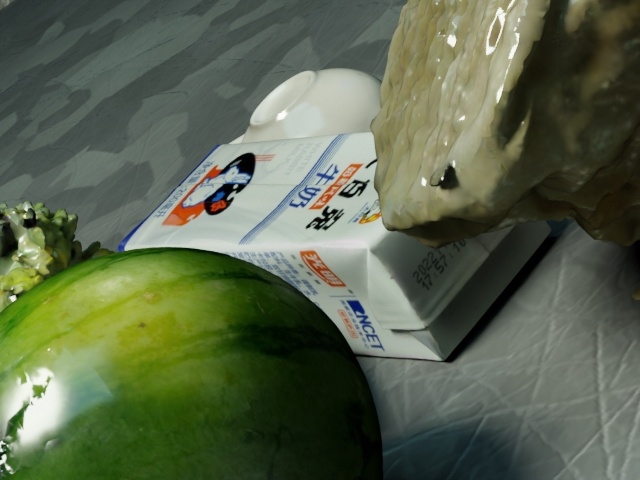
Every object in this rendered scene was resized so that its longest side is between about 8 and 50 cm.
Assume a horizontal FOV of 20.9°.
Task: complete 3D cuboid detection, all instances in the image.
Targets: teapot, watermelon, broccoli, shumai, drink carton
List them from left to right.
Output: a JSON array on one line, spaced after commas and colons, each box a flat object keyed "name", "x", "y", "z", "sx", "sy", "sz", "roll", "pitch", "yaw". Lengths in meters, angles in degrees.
[{"name": "broccoli", "x": -0.231, "y": 0.095, "z": 1.359, "sx": 0.180, "sy": 0.273, "sz": 0.242, "roll": 4, "pitch": -21, "yaw": -41}, {"name": "watermelon", "x": -0.085, "y": 0.121, "z": 0.925, "sx": 0.242, "sy": 0.242, "sz": 0.242, "roll": -30, "pitch": 23, "yaw": 14}, {"name": "teapot", "x": -0.012, "y": -0.081, "z": 1.418, "sx": 0.226, "sy": 0.092, "sz": 0.145, "roll": -16, "pitch": 29, "yaw": 46}, {"name": "drink carton", "x": 0.000, "y": 0.000, "z": 1.211, "sx": 0.130, "sy": 0.106, "sz": 0.315, "roll": -49, "pitch": 26, "yaw": -26}, {"name": "shumai", "x": 0.189, "y": -0.115, "z": 0.979, "sx": 0.267, "sy": 0.262, "sz": 0.314, "roll": 134, "pitch": 149, "yaw": -59}]
